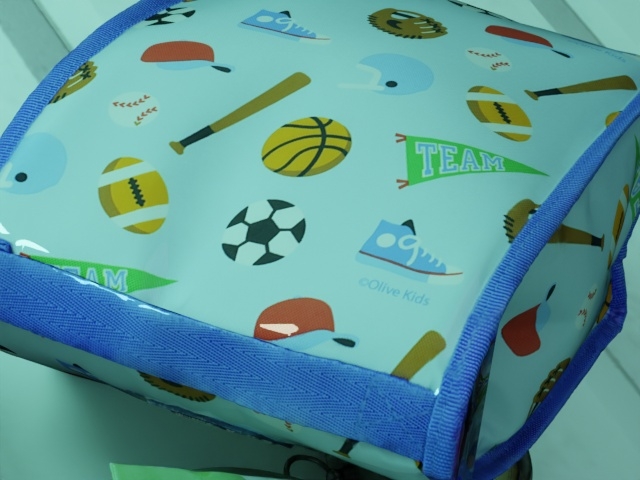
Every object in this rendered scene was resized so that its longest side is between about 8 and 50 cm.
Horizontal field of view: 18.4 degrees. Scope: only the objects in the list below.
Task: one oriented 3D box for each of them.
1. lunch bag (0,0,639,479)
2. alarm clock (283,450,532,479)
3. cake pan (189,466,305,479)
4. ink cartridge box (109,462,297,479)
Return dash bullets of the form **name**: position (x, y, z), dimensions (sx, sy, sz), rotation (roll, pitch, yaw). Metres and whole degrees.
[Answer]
- **lunch bag**: position (0.000, 0.000, 1.171), dimensions (0.327, 0.239, 0.385), rotation (17, 26, 18)
- **alarm clock**: position (0.052, 0.143, 1.254), dimensions (0.192, 0.064, 0.129), rotation (-2, 50, -41)
- **cake pan**: position (-0.020, 0.258, 1.085), dimensions (0.293, 0.054, 0.293), rotation (20, 39, -18)
- **ink cartridge box**: position (-0.019, 0.188, 1.064), dimensions (0.209, 0.062, 0.109), rotation (10, 43, -28)
